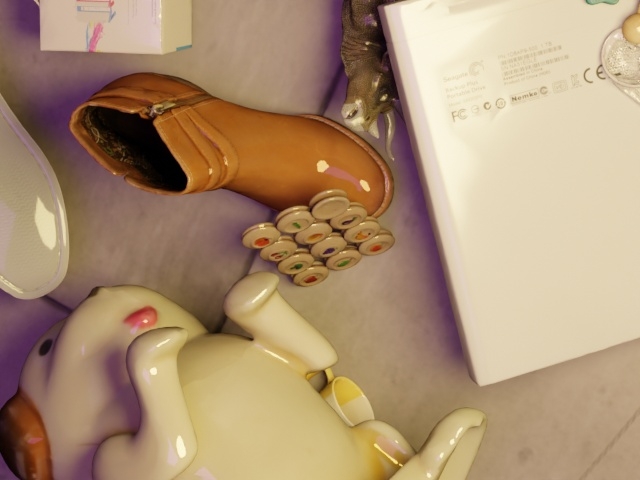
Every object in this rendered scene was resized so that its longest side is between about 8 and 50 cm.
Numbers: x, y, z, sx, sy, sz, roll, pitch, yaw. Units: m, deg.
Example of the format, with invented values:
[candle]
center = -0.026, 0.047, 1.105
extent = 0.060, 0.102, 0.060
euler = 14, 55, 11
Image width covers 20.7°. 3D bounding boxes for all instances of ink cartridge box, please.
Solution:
[ink cartridge box]
center = -0.205, -0.228, 1.684
extent = 0.143, 0.092, 0.090
euler = 3, 101, 15

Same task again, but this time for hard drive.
[hard drive]
center = 0.206, -0.070, 1.577
extent = 0.233, 0.047, 0.353
euler = -16, 101, -8

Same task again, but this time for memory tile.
[memory tile]
center = 0.000, 0.000, 1.654
extent = 0.113, 0.148, 0.012
euler = -25, 61, 15

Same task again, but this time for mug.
[mug]
center = 0.010, 0.171, 1.728
extent = 0.064, 0.078, 0.062
euler = -36, 123, 26

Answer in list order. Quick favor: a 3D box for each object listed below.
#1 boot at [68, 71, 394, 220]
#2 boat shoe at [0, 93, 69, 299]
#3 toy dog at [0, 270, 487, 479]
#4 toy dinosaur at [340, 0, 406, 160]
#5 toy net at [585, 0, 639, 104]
[boot]
center = -0.081, -0.079, 1.612
extent = 0.283, 0.220, 0.109
euler = 29, 105, 7
[boat shoe]
center = -0.336, -0.085, 1.747
extent = 0.114, 0.091, 0.302
euler = -21, 93, -11
[toy dog]
center = -0.100, 0.199, 1.634
extent = 0.408, 0.284, 0.395
euler = 36, 145, 20
[toy dinosaur]
center = 0.085, -0.249, 1.614
extent = 0.160, 0.121, 0.313
euler = 33, 92, -12
[toy net]
center = 0.253, -0.208, 1.518
extent = 0.122, 0.045, 0.232
euler = -24, 103, -8
